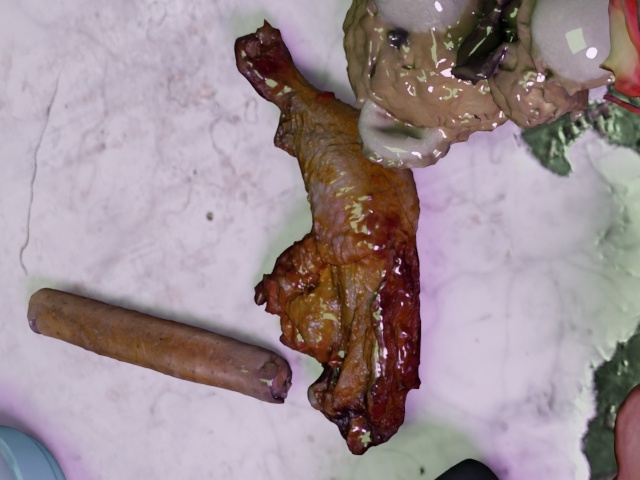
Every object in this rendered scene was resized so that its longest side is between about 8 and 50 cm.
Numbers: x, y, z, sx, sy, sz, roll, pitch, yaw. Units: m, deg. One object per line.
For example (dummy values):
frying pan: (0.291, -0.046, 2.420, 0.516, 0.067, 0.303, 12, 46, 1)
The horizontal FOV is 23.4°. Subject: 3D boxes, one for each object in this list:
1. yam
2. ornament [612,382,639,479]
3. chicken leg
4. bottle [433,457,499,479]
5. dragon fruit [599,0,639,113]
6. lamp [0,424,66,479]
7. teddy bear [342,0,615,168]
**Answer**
yam: (-0.134, 0.086, 1.273, 0.264, 0.046, 0.046, 13, 107, 30)
ornament: (0.300, 0.106, 0.883, 0.235, 0.217, 0.221, -14, 92, 35)
chicken leg: (0.008, -0.002, 1.146, 0.177, 0.083, 0.323, 10, 109, 47)
bottle: (0.165, 0.318, 1.070, 0.336, 0.144, 0.144, 48, 122, 13)
dragon fruit: (0.290, -0.150, 0.733, 0.371, 0.386, 0.249, 61, 166, 21)
lamp: (-0.291, 0.288, 1.360, 0.284, 0.147, 0.209, 49, 120, 15)
teddy bear: (0.117, -0.158, 0.989, 0.256, 0.156, 0.267, -17, 51, 34)
